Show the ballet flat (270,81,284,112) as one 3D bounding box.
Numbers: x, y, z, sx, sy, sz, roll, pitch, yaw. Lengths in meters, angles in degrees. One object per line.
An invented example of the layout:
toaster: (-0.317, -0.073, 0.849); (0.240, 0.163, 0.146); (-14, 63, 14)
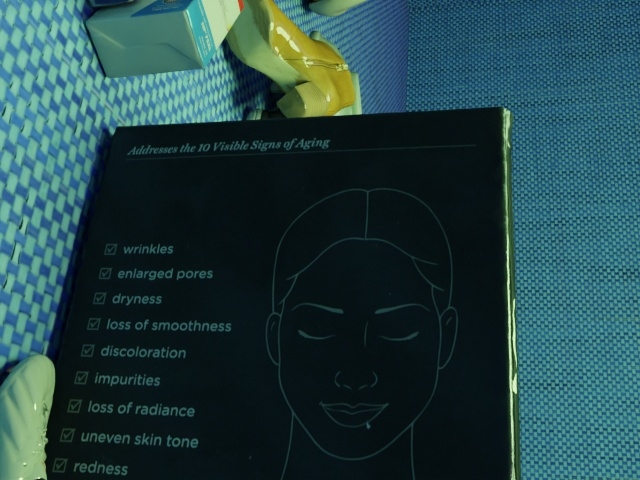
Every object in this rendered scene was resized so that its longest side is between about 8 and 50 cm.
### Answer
ballet flat: (-0.062, -0.293, 1.473); (0.083, 0.087, 0.247); (-29, 115, -88)

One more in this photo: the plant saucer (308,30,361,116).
plant saucer: (0.041, -0.261, 1.562); (0.400, 0.101, 0.400); (-4, 90, -85)

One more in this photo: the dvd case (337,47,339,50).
dvd case: (0.048, -0.403, 2.037); (0.180, 0.022, 0.252); (69, 24, -52)

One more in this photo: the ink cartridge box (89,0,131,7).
ink cartridge box: (-0.241, -0.500, 0.848); (0.330, 0.072, 0.324); (-73, 156, -47)

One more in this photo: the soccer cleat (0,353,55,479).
soccer cleat: (-0.273, 0.193, 0.638); (0.068, 0.076, 0.196); (73, 21, -47)

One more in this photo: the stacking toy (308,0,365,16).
stacking toy: (0.047, -0.817, 1.677); (0.479, 0.351, 0.350); (63, 24, -21)

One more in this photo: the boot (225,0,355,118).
boot: (-0.054, -0.354, 1.283); (0.295, 0.104, 0.211); (61, 33, -6)

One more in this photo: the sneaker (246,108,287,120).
sneaker: (-0.058, -0.119, 1.339); (0.101, 0.153, 0.268); (-33, 120, -74)

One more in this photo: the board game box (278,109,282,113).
board game box: (-0.039, -0.234, 1.637); (0.210, 0.047, 0.160); (-44, 130, -70)

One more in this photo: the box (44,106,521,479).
box: (-0.018, 0.123, 0.830); (0.297, 0.480, 0.471); (62, 30, -63)

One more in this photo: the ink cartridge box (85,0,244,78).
ink cartridge box: (-0.185, -0.301, 0.908); (0.231, 0.134, 0.078); (-74, 156, -48)
